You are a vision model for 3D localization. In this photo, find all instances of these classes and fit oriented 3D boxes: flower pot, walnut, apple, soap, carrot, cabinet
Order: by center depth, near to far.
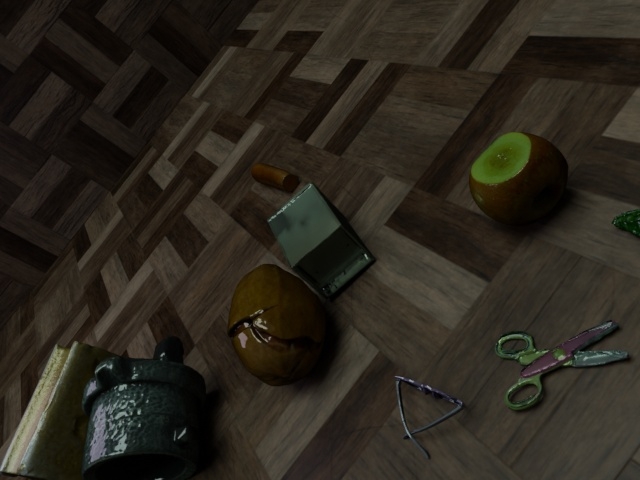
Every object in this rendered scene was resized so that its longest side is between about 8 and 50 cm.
[{"bbox_3d":[0.336,-0.108,0.919,0.146,0.163,0.147,-40,51,3],"label":"apple"},{"bbox_3d":[-0.100,0.163,1.147,0.209,0.209,0.336,-43,29,12],"label":"walnut"},{"bbox_3d":[-0.405,0.384,1.202,0.299,0.299,0.282,-34,43,24],"label":"flower pot"},{"bbox_3d":[0.000,0.000,1.212,0.145,0.150,0.206,-40,37,7],"label":"cabinet"},{"bbox_3d":[-0.583,0.455,1.341,0.156,0.293,0.334,-15,48,36],"label":"soap"},{"bbox_3d":[-0.150,-0.199,1.629,0.225,0.067,0.067,23,78,52],"label":"carrot"}]

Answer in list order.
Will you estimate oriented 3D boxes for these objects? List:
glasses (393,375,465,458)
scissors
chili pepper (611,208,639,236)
[{"bbox_3d":[0.161,0.288,0.858,0.140,0.063,0.103,10,68,52],"label":"glasses"},{"bbox_3d":[0.352,0.172,0.782,0.187,0.020,0.133,-28,37,31],"label":"scissors"},{"bbox_3d":[0.535,-0.045,0.748,0.227,0.059,0.088,-11,47,48],"label":"chili pepper"}]
